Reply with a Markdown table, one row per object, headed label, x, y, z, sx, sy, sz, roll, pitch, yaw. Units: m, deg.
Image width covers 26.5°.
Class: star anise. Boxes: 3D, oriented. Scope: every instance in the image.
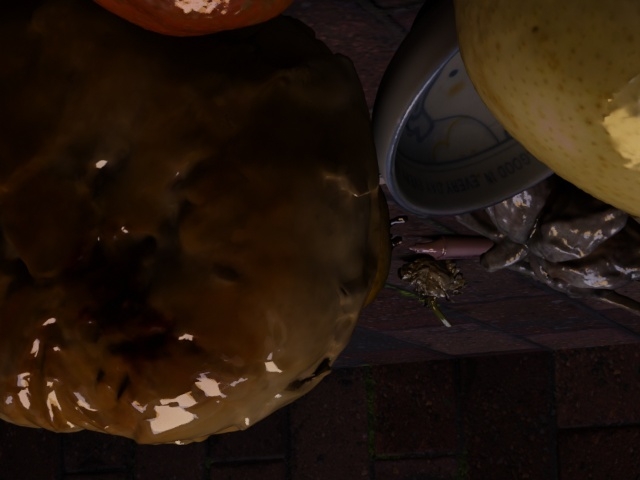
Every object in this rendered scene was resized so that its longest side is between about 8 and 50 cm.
| label | x | y | z | sx | sy | sz | roll | pitch | yaw |
| --- | --- | --- | --- | --- | --- | --- | --- | --- | --- |
| star anise | 0.266 | -0.007 | 1.523 | 0.359 | 0.139 | 0.316 | 26 | 168 | 28 |

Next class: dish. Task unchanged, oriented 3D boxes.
| label | x | y | z | sx | sy | sz | roll | pitch | yaw |
| --- | --- | --- | --- | --- | --- | --- | --- | --- | --- |
| dish | 0.140 | -0.160 | 1.116 | 0.273 | 0.134 | 0.273 | -26 | 151 | -15 |

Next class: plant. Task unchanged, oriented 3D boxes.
| label | x | y | z | sx | sy | sz | roll | pitch | yaw |
| --- | --- | --- | --- | --- | --- | --- | --- | --- | --- |
| plant | 0.186 | 0.086 | 2.262 | 0.117 | 0.122 | 0.104 | -4 | -179 | -24 |

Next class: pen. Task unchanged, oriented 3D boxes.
| label | x | y | z | sx | sy | sz | roll | pitch | yaw |
| --- | --- | --- | --- | --- | --- | --- | --- | --- | --- |
| pen | 0.229 | 0.012 | 2.115 | 0.197 | 0.032 | 0.053 | 1 | 168 | -16 |

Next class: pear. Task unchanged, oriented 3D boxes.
| label | x | y | z | sx | sy | sz | roll | pitch | yaw |
| --- | --- | --- | --- | --- | --- | --- | --- | --- | --- |
| pear | 0.230 | -0.157 | 0.760 | 0.309 | 0.309 | 0.309 | -2 | 168 | 0 |

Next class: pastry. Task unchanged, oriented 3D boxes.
| label | x | y | z | sx | sy | sz | roll | pitch | yaw |
| --- | --- | --- | --- | --- | --- | --- | --- | --- | --- |
| pastry | -0.144 | -0.035 | 1.063 | 0.410 | 0.409 | 0.245 | -5 | -178 | 14 |

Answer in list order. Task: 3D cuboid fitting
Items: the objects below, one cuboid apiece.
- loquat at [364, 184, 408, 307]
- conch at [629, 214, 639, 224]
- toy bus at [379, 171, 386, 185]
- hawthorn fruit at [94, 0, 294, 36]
| label | x | y | z | sx | sy | sz | roll | pitch | yaw |
| --- | --- | --- | --- | --- | --- | --- | --- | --- | --- |
| loquat | -0.001 | 0.003 | 1.653 | 0.213 | 0.213 | 0.213 | -2 | 168 | 0 |
| conch | 0.376 | -0.056 | 1.604 | 0.155 | 0.130 | 0.207 | 0 | 150 | -25 |
| toy bus | 0.074 | -0.099 | 1.547 | 0.058 | 0.052 | 0.102 | 6 | 164 | -20 |
| hawthorn fruit | -0.083 | -0.204 | 0.784 | 0.189 | 0.189 | 0.189 | -2 | 168 | 0 |
